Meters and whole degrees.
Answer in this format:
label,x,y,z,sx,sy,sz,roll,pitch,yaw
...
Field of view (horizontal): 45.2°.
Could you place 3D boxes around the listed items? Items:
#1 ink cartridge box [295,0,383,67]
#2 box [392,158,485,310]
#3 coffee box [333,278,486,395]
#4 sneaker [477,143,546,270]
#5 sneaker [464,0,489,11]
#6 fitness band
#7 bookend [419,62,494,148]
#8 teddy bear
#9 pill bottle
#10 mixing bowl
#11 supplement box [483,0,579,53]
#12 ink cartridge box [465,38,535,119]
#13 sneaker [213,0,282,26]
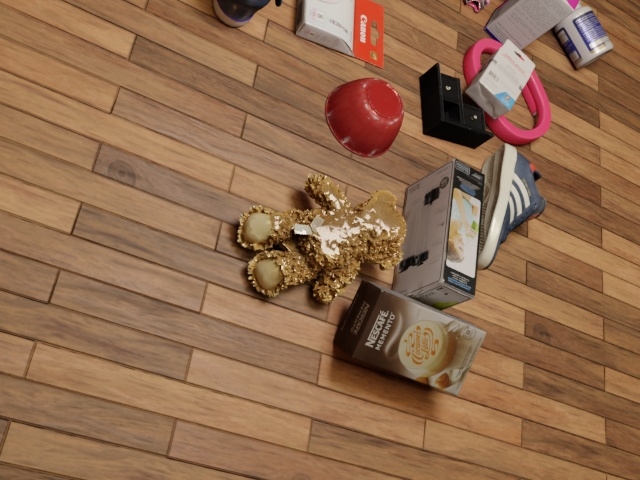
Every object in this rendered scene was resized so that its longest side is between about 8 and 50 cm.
label,x,y,z,sx,sy,sz,roll,pitch,yaw
ink cartridge box,0.058,-0.516,1.745,0.232,0.066,0.189,13,64,-22
box,0.242,-0.003,1.581,0.087,0.169,0.290,25,58,-24
coffee box,0.171,0.186,1.467,0.246,0.098,0.141,22,93,-22
sneaker,0.430,-0.060,1.737,0.148,0.131,0.350,31,58,-12
sneaker,0.387,-0.645,2.005,0.119,0.047,0.057,40,67,-10
fitness band,0.471,-0.379,1.944,0.209,0.054,0.291,-18,80,-32
bookend,0.320,-0.315,1.810,0.157,0.072,0.156,12,65,-27
teddy bear,0.000,0.000,1.482,0.338,0.113,0.245,-30,82,-28
pill bottle,0.719,-0.584,2.135,0.112,0.112,0.186,-26,86,-36
mixing bowl,0.113,-0.281,1.655,0.181,0.098,0.181,12,66,-28
supplement box,0.545,-0.591,1.965,0.114,0.220,0.111,41,56,-11
ink cartridge box,0.438,-0.391,1.862,0.104,0.060,0.180,41,58,-8
sneaker,-0.133,-0.618,1.555,0.130,0.236,0.322,10,66,-28
